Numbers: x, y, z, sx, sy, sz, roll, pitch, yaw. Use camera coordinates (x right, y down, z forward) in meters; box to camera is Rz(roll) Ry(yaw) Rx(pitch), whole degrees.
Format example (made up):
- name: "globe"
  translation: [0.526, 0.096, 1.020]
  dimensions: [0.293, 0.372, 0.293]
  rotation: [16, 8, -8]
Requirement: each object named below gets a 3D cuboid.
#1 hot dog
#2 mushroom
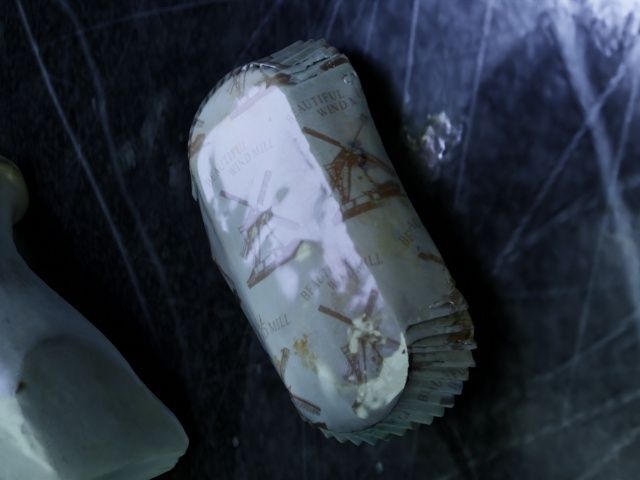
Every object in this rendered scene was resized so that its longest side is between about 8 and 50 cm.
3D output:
- name: "hot dog"
  translation: [0.000, 0.000, 0.561]
  dimensions: [0.108, 0.059, 0.191]
  rotation: [-40, 60, 30]
- name: "mushroom"
  translation: [-0.188, 0.046, 0.749]
  dimensions: [0.270, 0.118, 0.103]
  rotation: [53, 133, 30]
